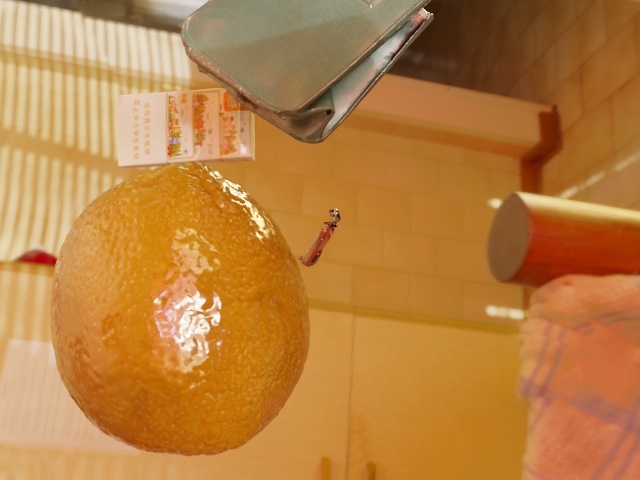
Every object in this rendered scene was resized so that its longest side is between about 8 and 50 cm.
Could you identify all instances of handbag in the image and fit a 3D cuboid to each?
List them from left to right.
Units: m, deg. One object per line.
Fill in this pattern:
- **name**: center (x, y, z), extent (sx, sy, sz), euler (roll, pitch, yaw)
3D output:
- **handbag**: center (-0.020, -0.285, 1.002), extent (0.274, 0.269, 0.100), euler (-47, -29, -11)

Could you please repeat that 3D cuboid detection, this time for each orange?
- **orange**: center (-0.172, 0.083, 0.899), extent (0.322, 0.323, 0.356), euler (152, 112, -77)

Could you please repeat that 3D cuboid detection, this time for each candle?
- **candle**: center (0.001, 0.001, 0.976), extent (0.026, 0.021, 0.167), euler (68, 158, 16)

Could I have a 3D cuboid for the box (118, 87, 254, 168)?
- **box**: center (-0.217, -0.182, 1.155), extent (0.032, 0.221, 0.122), euler (44, -136, -79)
